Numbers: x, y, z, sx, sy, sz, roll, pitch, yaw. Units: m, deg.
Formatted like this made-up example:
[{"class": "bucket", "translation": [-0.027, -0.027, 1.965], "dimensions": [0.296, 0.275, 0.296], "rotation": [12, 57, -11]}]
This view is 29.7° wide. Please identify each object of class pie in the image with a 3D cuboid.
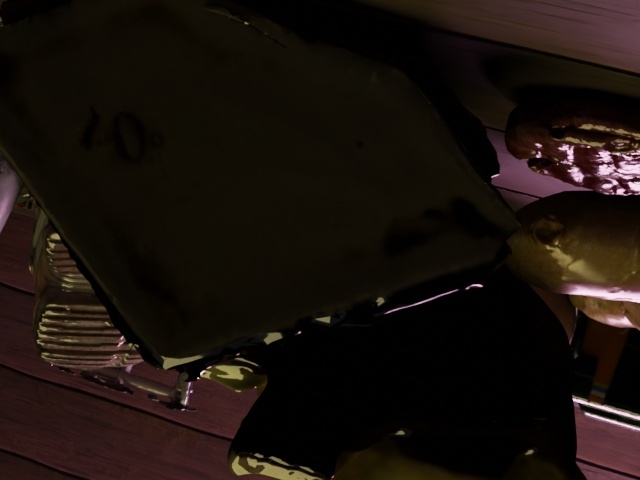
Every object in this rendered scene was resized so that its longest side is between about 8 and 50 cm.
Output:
[{"class": "pie", "translation": [0.198, -0.061, 0.817], "dimensions": [0.154, 0.038, 0.153], "rotation": [14, 172, 2]}]

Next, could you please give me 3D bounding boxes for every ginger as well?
[{"class": "ginger", "translation": [0.354, 0.050, 1.059], "dimensions": [0.348, 0.122, 0.363], "rotation": [13, 166, 26]}, {"class": "ginger", "translation": [0.019, 0.131, 1.054], "dimensions": [0.358, 0.211, 0.413], "rotation": [-9, -130, -34]}]

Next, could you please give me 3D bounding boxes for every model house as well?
[{"class": "model house", "translation": [-0.048, -0.064, 0.867], "dimensions": [0.317, 0.297, 0.282], "rotation": [-20, 179, 6]}]

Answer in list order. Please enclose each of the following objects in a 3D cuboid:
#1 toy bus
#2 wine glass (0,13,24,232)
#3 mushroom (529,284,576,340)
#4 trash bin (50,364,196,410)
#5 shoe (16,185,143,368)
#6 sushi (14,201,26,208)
[{"class": "toy bus", "translation": [0.412, 0.143, 1.347], "dimensions": [0.275, 0.167, 0.138], "rotation": [16, 173, 17]}, {"class": "wine glass", "translation": [-0.302, -0.084, 1.071], "dimensions": [0.103, 0.222, 0.103], "rotation": [15, 175, 1]}, {"class": "mushroom", "translation": [0.165, 0.092, 1.327], "dimensions": [0.207, 0.215, 0.207], "rotation": [23, -167, -5]}, {"class": "trash bin", "translation": [-0.169, 0.044, 1.541], "dimensions": [0.256, 0.296, 0.368], "rotation": [15, 178, 10]}, {"class": "shoe", "translation": [-0.211, -0.042, 1.205], "dimensions": [0.172, 0.198, 0.351], "rotation": [8, 133, -28]}, {"class": "sushi", "translation": [-0.391, -0.124, 1.330], "dimensions": [0.332, 0.124, 0.130], "rotation": [19, 166, 41]}]
